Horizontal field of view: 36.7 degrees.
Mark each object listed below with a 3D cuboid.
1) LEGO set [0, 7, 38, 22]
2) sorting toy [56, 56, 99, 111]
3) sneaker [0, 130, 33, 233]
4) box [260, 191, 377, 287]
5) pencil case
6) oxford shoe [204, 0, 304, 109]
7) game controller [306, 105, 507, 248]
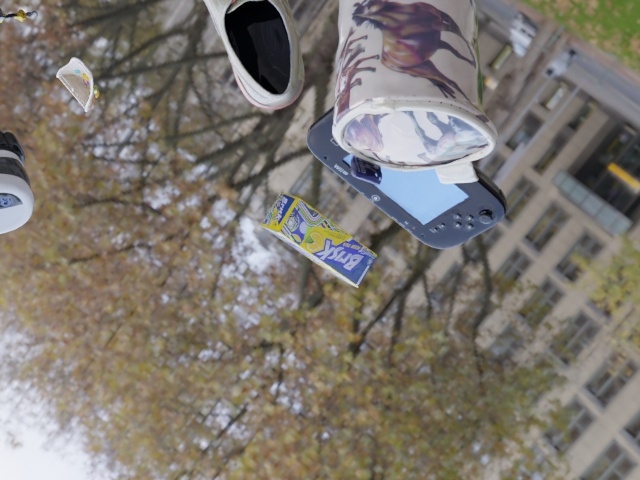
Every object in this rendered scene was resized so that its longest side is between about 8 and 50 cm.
[{"bbox_3d":[-0.371,-0.334,1.019,0.255,0.192,0.331,49,-128,-4],"label":"LEGO set"},{"bbox_3d":[-0.407,-0.277,1.649,0.083,0.045,0.075,50,154,6],"label":"sorting toy"},{"bbox_3d":[-0.366,-0.053,0.836,0.216,0.079,0.121,-5,-137,-21],"label":"sneaker"},{"bbox_3d":[0.000,0.000,1.370,0.169,0.059,0.054,35,173,-35],"label":"box"},{"bbox_3d":[0.098,-0.266,1.019,0.183,0.159,0.410,50,-143,-60],"label":"pencil case"},{"bbox_3d":[-0.102,-0.335,1.222,0.348,0.123,0.130,64,178,-9],"label":"oxford shoe"},{"bbox_3d":[0.132,-0.103,1.467,0.319,0.166,0.067,38,-145,-21],"label":"game controller"}]
